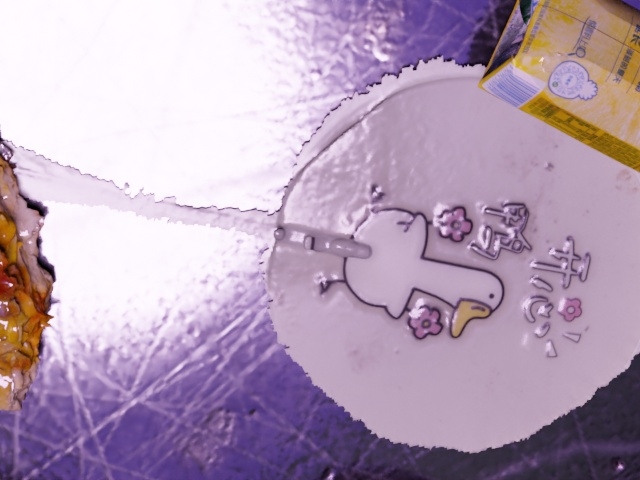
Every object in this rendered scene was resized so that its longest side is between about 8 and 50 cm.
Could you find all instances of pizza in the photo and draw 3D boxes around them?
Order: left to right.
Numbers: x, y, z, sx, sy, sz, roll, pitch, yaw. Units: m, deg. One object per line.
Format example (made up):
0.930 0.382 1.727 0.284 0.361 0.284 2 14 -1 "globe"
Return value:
-0.221 -0.017 1.042 0.127 0.058 0.246 -9 104 2 "pizza"

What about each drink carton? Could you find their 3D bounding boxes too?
0.192 -0.071 1.042 0.200 0.074 0.084 26 71 -8 "drink carton"

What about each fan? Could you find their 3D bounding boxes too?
0.000 0.000 1.082 0.415 0.012 0.233 9 102 -5 "fan"
